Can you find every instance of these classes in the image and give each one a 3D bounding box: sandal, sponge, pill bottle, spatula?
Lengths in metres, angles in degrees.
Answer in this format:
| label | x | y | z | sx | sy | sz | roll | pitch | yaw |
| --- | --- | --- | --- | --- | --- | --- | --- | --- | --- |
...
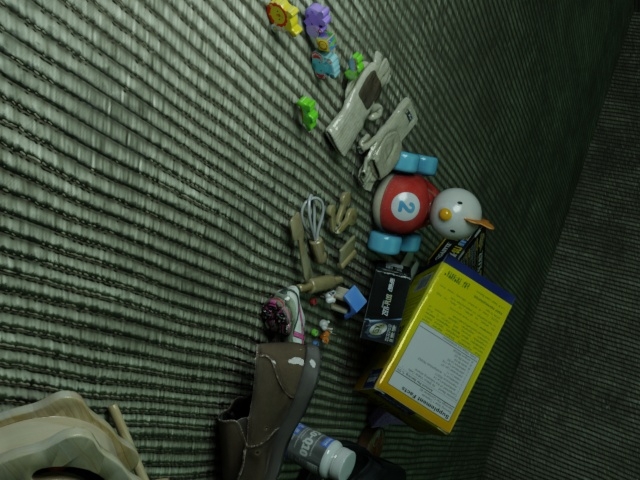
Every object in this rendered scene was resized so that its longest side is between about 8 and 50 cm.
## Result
| label | x | y | z | sx | sy | sz | roll | pitch | yaw |
| --- | --- | --- | --- | --- | --- | --- | --- | --- | --- |
| sandal | 0.107 | 0.582 | 1.573 | 0.445 | 0.107 | 0.168 | 30 | 81 | -49 |
| sponge | 0.237 | 0.434 | 1.702 | 0.210 | 0.031 | 0.117 | 3 | 137 | -32 |
| pill bottle | -0.003 | 0.428 | 1.321 | 0.078 | 0.137 | 0.078 | -35 | 133 | -49 |
| spatula | 0.199 | 0.148 | 1.648 | 0.242 | 0.019 | 0.168 | -59 | 149 | -24 |

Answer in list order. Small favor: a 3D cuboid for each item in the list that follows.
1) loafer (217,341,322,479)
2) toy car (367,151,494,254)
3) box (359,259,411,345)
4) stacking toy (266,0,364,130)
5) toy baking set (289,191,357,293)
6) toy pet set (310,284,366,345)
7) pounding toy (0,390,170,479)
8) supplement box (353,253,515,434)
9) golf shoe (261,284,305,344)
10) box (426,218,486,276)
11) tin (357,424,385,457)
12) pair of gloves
| label | x | y | z | sx | sy | sz | roll | pitch | yaw |
| --- | --- | --- | --- | --- | --- | --- | --- | --- | --- |
| loafer | -0.117 | 0.325 | 1.123 | 0.134 | 0.130 | 0.366 | -111 | -137 | -81 |
| toy car | 0.252 | -0.063 | 1.406 | 0.210 | 0.238 | 0.219 | -5 | 108 | -59 |
| box | 0.142 | 0.129 | 1.418 | 0.180 | 0.077 | 0.147 | -38 | 141 | -81 |
| stacking toy | -0.001 | -0.312 | 1.046 | 0.167 | 0.052 | 0.221 | -51 | 145 | -32 |
| toy baking set | 0.000 | 0.007 | 1.230 | 0.256 | 0.030 | 0.197 | -14 | 113 | -57 |
| toy pet set | 0.038 | 0.150 | 1.325 | 0.114 | 0.065 | 0.122 | -39 | 137 | -45 |
| pounding toy | -0.307 | 0.283 | 0.801 | 0.154 | 0.155 | 0.270 | -34 | 129 | -9 |
| supplement box | 0.261 | 0.242 | 1.530 | 0.357 | 0.194 | 0.195 | -58 | -178 | -18 |
| golf shoe | -0.052 | 0.169 | 1.179 | 0.086 | 0.067 | 0.186 | -38 | 135 | -48 |
| box | 0.396 | 0.127 | 1.915 | 0.257 | 0.079 | 0.322 | -46 | 141 | -42 |
| tin | 0.116 | 0.569 | 1.702 | 0.106 | 0.040 | 0.190 | 13 | 94 | -65 |
| pair of gloves | 0.097 | -0.223 | 1.258 | 0.204 | 0.042 | 0.240 | -63 | 145 | -12 |
